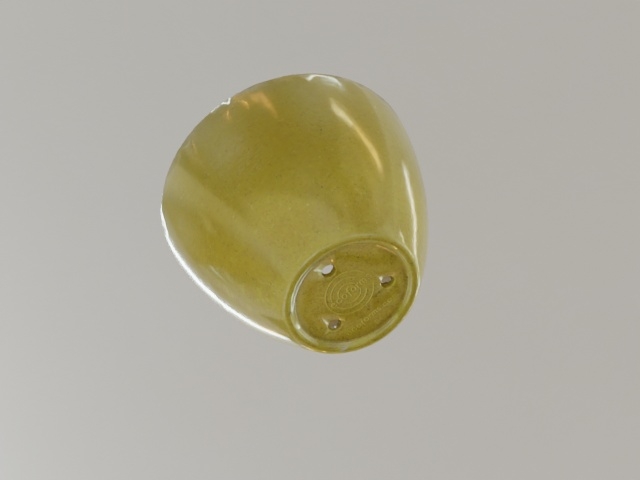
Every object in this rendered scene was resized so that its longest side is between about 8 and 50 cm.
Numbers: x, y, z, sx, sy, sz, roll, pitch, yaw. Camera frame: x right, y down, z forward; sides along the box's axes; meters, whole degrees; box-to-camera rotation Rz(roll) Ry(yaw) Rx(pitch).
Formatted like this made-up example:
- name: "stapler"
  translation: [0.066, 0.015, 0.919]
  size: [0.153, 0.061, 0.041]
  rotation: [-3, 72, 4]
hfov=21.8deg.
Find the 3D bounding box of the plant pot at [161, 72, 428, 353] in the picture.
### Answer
- name: "plant pot"
  translation: [0.000, 0.000, 0.808]
  size: [0.134, 0.134, 0.095]
  rotation: [-45, -141, 10]
